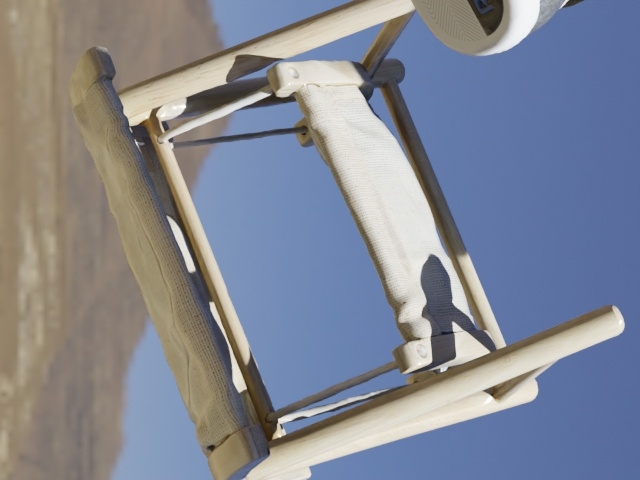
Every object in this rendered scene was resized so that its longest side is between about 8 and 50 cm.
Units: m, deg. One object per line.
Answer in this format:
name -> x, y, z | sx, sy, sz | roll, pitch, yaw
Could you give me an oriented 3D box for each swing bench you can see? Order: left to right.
swing bench -> 0.000, 0.000, 1.114 | 0.165, 0.255, 0.253 | 124, -54, -66

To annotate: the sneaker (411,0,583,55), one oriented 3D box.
sneaker -> 0.062, -0.197, 0.796 | 0.079, 0.121, 0.217 | -8, -71, 43
